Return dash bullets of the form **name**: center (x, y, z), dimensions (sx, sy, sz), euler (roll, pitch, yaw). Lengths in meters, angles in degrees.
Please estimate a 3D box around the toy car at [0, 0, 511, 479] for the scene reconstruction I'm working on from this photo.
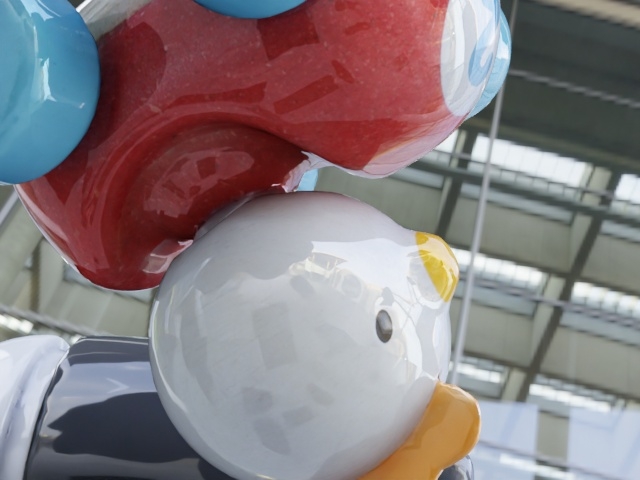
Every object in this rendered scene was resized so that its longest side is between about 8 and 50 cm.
- **toy car**: center (0.000, 0.000, 0.450), dimensions (0.210, 0.219, 0.238), euler (-30, -107, 18)

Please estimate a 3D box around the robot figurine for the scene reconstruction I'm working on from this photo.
- **robot figurine**: center (-0.067, 0.138, 0.589), dimensions (0.278, 0.174, 0.209), euler (5, -46, 4)
